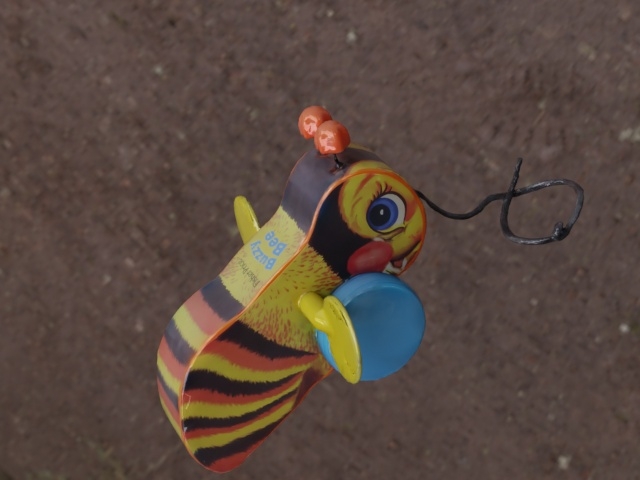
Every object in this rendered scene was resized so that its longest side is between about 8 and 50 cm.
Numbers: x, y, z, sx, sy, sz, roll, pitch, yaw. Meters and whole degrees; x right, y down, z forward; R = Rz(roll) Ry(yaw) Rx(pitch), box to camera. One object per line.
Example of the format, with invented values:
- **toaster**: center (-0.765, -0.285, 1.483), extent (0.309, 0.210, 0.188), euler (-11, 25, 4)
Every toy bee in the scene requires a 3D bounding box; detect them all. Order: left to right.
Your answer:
- **toy bee**: center (0.000, 0.000, 0.921), extent (0.195, 0.298, 0.162), euler (13, 145, 49)
